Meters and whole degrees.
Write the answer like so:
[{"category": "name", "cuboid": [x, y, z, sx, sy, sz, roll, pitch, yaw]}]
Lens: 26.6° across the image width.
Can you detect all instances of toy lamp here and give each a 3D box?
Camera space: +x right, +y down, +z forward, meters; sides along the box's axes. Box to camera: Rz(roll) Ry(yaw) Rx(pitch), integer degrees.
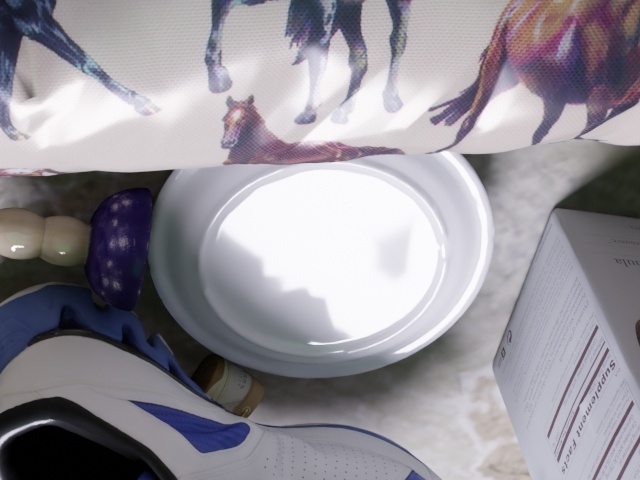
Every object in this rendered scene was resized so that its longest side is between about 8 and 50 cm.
[{"category": "toy lamp", "cuboid": [-0.230, -0.014, 0.718, 0.274, 0.080, 0.080, 8, 124, -14]}]

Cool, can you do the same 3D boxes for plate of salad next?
[{"category": "plate of salad", "cuboid": [0.000, 0.000, 0.783, 0.199, 0.048, 0.200, -2, 127, -3]}]

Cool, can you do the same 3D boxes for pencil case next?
[{"category": "pencil case", "cuboid": [-0.019, -0.122, 0.626, 0.410, 0.160, 0.184, -3, 140, -7]}]

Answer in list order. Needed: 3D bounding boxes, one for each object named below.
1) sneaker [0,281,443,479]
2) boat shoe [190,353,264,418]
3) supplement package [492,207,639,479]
[{"category": "sneaker", "cuboid": [-0.064, 0.160, 0.752, 0.315, 0.182, 0.127, 29, 108, -13]}, {"category": "boat shoe", "cuboid": [-0.081, 0.135, 0.865, 0.045, 0.050, 0.135, 25, 118, -18]}, {"category": "supplement package", "cuboid": [0.207, 0.109, 0.775, 0.139, 0.244, 0.134, 6, 124, -14]}]
